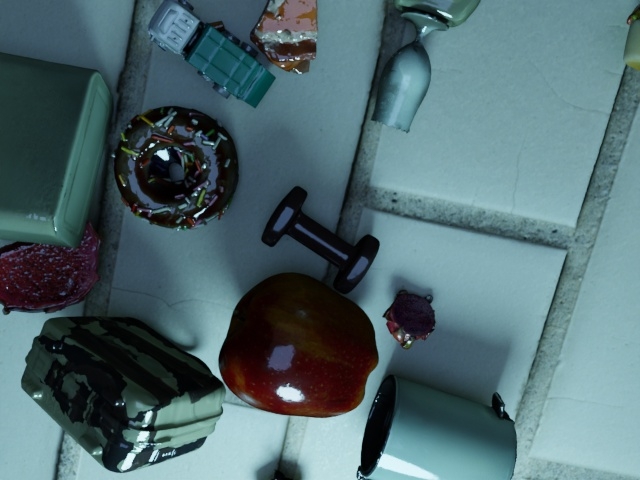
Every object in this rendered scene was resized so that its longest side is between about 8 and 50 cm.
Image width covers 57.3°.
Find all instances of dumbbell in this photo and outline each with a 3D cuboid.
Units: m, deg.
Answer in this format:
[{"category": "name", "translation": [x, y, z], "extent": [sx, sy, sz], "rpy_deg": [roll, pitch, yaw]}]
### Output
[{"category": "dumbbell", "translation": [0.000, 0.000, 1.203], "extent": [0.225, 0.124, 0.140], "rpy_deg": [35, 99, -5]}]

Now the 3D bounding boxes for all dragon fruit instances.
[{"category": "dragon fruit", "translation": [0.185, 0.171, 1.255], "extent": [0.112, 0.126, 0.068], "rpy_deg": [19, 142, -8]}, {"category": "dragon fruit", "translation": [-0.568, 0.064, 1.227], "extent": [0.274, 0.126, 0.161], "rpy_deg": [-25, 107, -9]}]

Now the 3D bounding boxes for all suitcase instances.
[{"category": "suitcase", "translation": [-0.364, 0.294, 1.161], "extent": [0.351, 0.339, 0.194], "rpy_deg": [28, 98, 28]}]

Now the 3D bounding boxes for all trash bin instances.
[{"category": "trash bin", "translation": [0.240, 0.423, 1.228], "extent": [0.262, 0.217, 0.277], "rpy_deg": [19, 98, -3]}]

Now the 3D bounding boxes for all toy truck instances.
[{"category": "toy truck", "translation": [-0.206, -0.360, 1.132], "extent": [0.253, 0.124, 0.114], "rpy_deg": [33, 98, -25]}]

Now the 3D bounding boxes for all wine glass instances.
[{"category": "wine glass", "translation": [0.170, -0.330, 1.156], "extent": [0.103, 0.103, 0.222], "rpy_deg": [19, 100, -2]}]

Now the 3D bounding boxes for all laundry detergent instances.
[{"category": "laundry detergent", "translation": [0.243, -0.554, 1.118], "extent": [0.181, 0.091, 0.254], "rpy_deg": [18, 100, 3]}]

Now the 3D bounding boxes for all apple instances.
[{"category": "apple", "translation": [-0.047, 0.211, 1.163], "extent": [0.316, 0.288, 0.288], "rpy_deg": [26, 100, -20]}]

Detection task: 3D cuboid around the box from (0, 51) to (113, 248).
[{"category": "box", "translation": [-0.610, -0.176, 1.107], "extent": [0.343, 0.177, 0.352], "rpy_deg": [9, 75, -2]}]

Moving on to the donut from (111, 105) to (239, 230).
[{"category": "donut", "translation": [-0.297, -0.145, 1.195], "extent": [0.269, 0.103, 0.270], "rpy_deg": [0, 101, -1]}]

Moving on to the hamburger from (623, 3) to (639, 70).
[{"category": "hamburger", "translation": [0.702, -0.362, 1.050], "extent": [0.301, 0.302, 0.170], "rpy_deg": [20, 107, -3]}]

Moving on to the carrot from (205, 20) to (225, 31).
[{"category": "carrot", "translation": [-0.239, -0.420, 1.180], "extent": [0.093, 0.032, 0.032], "rpy_deg": [-19, 99, -1]}]

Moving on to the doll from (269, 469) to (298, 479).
[{"category": "doll", "translation": [-0.081, 0.628, 1.342], "extent": [0.127, 0.088, 0.249], "rpy_deg": [-19, 110, -16]}]

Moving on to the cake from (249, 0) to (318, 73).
[{"category": "cake", "translation": [-0.063, -0.476, 1.133], "extent": [0.135, 0.098, 0.288], "rpy_deg": [6, 101, 0]}]
